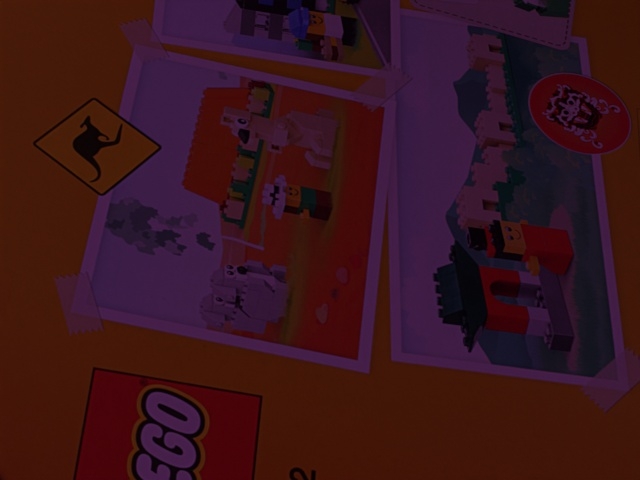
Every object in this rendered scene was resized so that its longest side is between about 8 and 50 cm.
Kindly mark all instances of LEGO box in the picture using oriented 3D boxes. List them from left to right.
[{"bbox_3d":[0.000,0.000,0.822,0.372,0.500,0.193,11,141,-7],"label":"LEGO box"}]
